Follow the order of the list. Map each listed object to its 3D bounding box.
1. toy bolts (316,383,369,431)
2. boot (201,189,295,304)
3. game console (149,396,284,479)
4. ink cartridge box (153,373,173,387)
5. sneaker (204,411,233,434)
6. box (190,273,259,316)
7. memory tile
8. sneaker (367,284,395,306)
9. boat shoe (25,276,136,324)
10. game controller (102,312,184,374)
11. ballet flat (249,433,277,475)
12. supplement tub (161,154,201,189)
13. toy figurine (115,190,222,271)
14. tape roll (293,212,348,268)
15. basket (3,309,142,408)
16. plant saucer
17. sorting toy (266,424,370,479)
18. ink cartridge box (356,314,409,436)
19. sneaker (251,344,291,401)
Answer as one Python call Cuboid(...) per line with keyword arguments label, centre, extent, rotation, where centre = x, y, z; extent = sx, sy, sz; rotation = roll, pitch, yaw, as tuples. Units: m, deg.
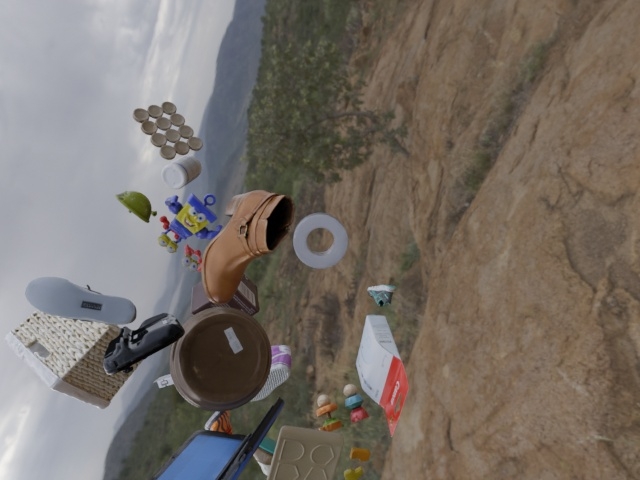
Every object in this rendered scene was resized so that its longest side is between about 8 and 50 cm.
Cuboid(label="toy bolts", centre=(0.078, 0.723, 2.014), extent=(0.218, 0.229, 0.158), rotation=(54, -166, -67))
Cuboid(label="boot", centre=(-0.158, 0.021, 1.054), extent=(0.220, 0.109, 0.283), rotation=(7, 73, 52))
Cuboid(label="game console", centre=(-0.252, 0.502, 1.152), extent=(0.250, 0.173, 0.293), rotation=(-58, -7, 13))
Cuboid(label="ink cartridge box", centre=(-0.555, 0.507, 1.687), extent=(0.048, 0.083, 0.028), rotation=(-34, -75, -77))
Cuboid(label="sneaker", centre=(-0.378, 0.816, 1.941), extent=(0.124, 0.180, 0.321), rotation=(-41, -24, -35))
Cuboid(label="box", centre=(-0.370, 0.228, 1.812), extent=(0.203, 0.168, 0.167), rotation=(-32, 33, 8))
Cuboid(label="memory tile", centre=(-0.359, -0.259, 1.095), extent=(0.113, 0.148, 0.012), rotation=(-32, -6, -39))
Cuboid(label="sneaker", centre=(0.217, 0.207, 1.715), extent=(0.166, 0.065, 0.076), rotation=(147, 131, -70))
Cuboid(label="boat shoe", centre=(-0.706, 0.188, 1.394), extent=(0.105, 0.306, 0.113), rotation=(134, 145, -66))
Cuboid(label="game controller", centre=(-0.397, 0.224, 1.052), extent=(0.319, 0.167, 0.067), rotation=(-7, 100, 69))
Cuboid(label="ballet flat", centre=(-0.150, 0.853, 1.806), extent=(0.124, 0.342, 0.116), rotation=(-67, 22, 2))
Cuboid(label="supplement tub", centre=(-0.371, -0.184, 1.246), extent=(0.107, 0.071, 0.071), rotation=(-65, -1, -63))
Cuboid(label="toy figurine", centre=(-0.444, -0.096, 1.515), extent=(0.217, 0.362, 0.191), rotation=(-42, 21, 6))
Cuboid(label="tape roll", centre=(0.000, 0.000, 1.869), extent=(0.072, 0.219, 0.219), rotation=(-105, 32, -79))
Cuboid(label="basket", centre=(-0.889, 0.397, 1.726), extent=(0.266, 0.328, 0.331), rotation=(-52, -27, -19))
Cuboid(label="plant saucer", centre=(-0.262, 0.314, 1.254), extent=(0.041, 0.278, 0.277), rotation=(139, 144, -63))
Cuboid(label="sorting toy", centre=(-0.006, 0.722, 1.504), extent=(0.041, 0.307, 0.229), rotation=(-136, 60, -77))
Cuboid(label="ink cartridge box", centre=(0.241, 0.546, 1.906), extent=(0.385, 0.091, 0.308), rotation=(-101, 17, -55))
Cuboid(label="sneaker", centre=(-0.211, 0.503, 1.790), extent=(0.282, 0.102, 0.161), rotation=(-35, 26, 23))
